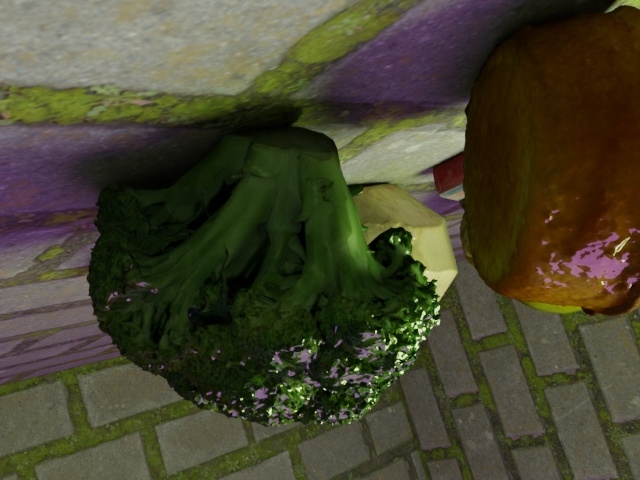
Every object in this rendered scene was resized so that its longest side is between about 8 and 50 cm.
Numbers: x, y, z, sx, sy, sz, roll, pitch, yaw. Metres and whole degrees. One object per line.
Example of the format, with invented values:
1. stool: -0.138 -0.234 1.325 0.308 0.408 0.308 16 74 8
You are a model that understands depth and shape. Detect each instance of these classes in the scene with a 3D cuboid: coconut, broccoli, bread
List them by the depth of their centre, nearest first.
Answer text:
1. bread: 0.243 -0.070 0.697 0.172 0.312 0.312 0 171 0
2. broccoli: -0.062 0.038 0.740 0.321 0.310 0.413 -26 -156 3
3. coconut: 0.096 0.035 1.131 0.259 0.259 0.259 -17 171 -3

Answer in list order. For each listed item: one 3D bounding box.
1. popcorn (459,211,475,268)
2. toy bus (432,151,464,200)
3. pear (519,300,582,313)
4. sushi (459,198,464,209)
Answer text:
1. popcorn: 0.417 -0.036 1.480 0.259 0.259 0.212 -19 -164 10
2. toy bus: 0.267 -0.121 1.097 0.077 0.065 0.192 1 160 -43
3. pear: 0.422 0.030 1.269 0.212 0.212 0.269 -13 -170 -24
4. sushi: 0.315 -0.076 1.169 0.134 0.109 0.273 -43 -174 5
